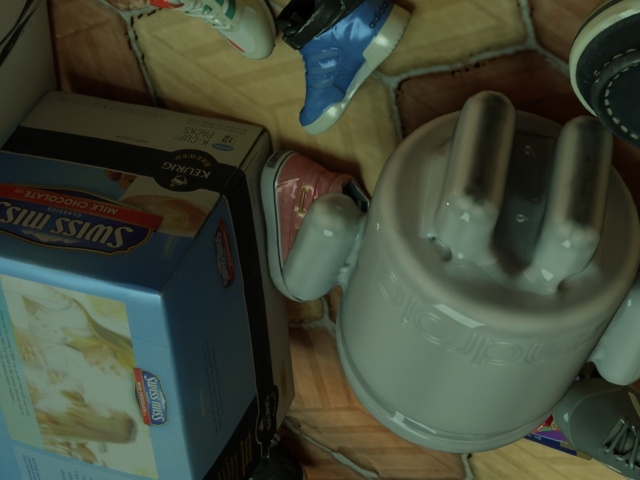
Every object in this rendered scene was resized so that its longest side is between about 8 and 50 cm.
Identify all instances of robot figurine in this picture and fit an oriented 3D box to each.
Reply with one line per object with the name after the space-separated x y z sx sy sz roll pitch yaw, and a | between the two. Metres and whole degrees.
0.121 0.037 1.203 0.300 0.199 0.353 17 147 2 | robot figurine

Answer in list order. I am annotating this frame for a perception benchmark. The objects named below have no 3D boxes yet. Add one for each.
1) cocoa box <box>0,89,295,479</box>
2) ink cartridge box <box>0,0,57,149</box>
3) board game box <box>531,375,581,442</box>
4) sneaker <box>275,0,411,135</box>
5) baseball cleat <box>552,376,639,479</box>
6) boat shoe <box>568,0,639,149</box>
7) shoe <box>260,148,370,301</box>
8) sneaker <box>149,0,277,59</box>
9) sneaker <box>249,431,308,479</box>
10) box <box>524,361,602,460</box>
-0.176 0.077 1.429 0.231 0.228 0.347 12 134 18 | cocoa box
-0.396 -0.205 1.367 0.285 0.166 0.395 25 148 12 | ink cartridge box
0.161 0.142 1.399 0.169 0.033 0.133 15 143 27 | board game box
0.000 -0.146 1.196 0.085 0.058 0.152 32 144 -8 | sneaker
0.289 0.183 1.335 0.206 0.072 0.109 30 -176 -33 | baseball cleat
0.377 -0.022 0.948 0.500 0.156 0.187 25 149 15 | boat shoe
0.000 0.000 1.388 0.081 0.063 0.178 21 142 27 | shoe
-0.099 -0.191 1.210 0.057 0.075 0.161 -2 133 43 | sneaker
-0.148 0.225 1.794 0.269 0.101 0.153 11 141 22 | sneaker
0.151 0.121 1.448 0.225 0.036 0.136 18 145 25 | box
